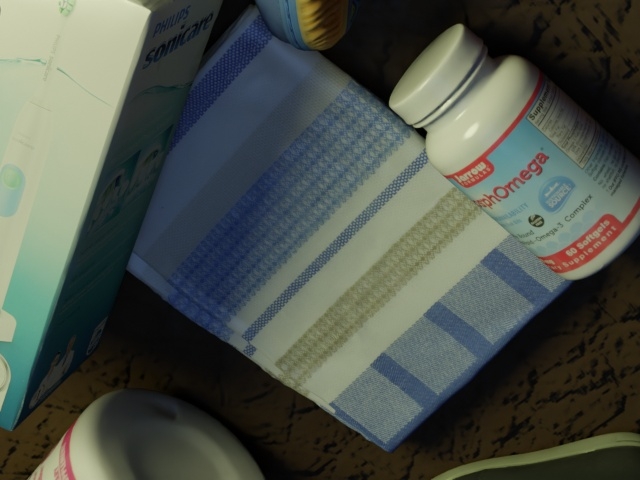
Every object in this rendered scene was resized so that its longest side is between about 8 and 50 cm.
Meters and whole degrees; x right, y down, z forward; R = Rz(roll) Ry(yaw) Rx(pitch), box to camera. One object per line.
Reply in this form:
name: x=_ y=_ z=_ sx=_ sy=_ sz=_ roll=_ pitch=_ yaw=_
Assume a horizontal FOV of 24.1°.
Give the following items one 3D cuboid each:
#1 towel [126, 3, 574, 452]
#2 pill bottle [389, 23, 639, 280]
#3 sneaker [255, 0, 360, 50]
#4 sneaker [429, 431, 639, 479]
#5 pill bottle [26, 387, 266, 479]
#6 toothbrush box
towel: x=0.000 y=0.000 z=0.985 sx=0.285 sy=0.034 sz=0.209 roll=37 pitch=116 yaw=-13
pill bottle: x=0.122 y=-0.055 z=0.912 sx=0.160 sy=0.087 sz=0.087 roll=39 pitch=115 yaw=-13
sneaker: x=-0.053 y=-0.249 z=0.835 sx=0.131 sy=0.112 sz=0.296 roll=-2 pitch=112 yaw=22
sneaker: x=0.136 y=0.211 z=1.031 sx=0.222 sy=0.118 sz=0.083 roll=-24 pitch=112 yaw=18
pill bottle: x=-0.172 y=0.252 z=1.064 sx=0.160 sy=0.160 sz=0.283 roll=35 pitch=116 yaw=-11
toothbrush box: x=-0.211 y=-0.070 z=0.900 sx=0.216 sy=0.126 sz=0.295 roll=26 pitch=119 yaw=7
